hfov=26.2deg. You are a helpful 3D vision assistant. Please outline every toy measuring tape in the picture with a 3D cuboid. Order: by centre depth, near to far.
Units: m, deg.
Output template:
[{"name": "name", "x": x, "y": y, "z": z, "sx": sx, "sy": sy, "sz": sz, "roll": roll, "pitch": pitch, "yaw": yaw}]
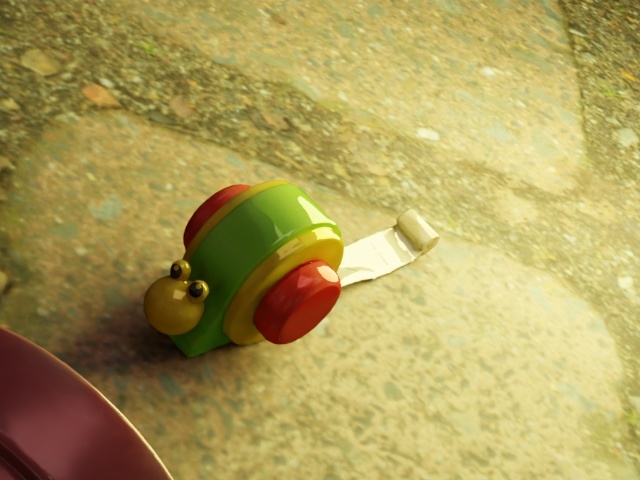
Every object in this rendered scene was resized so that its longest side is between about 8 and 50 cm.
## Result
[{"name": "toy measuring tape", "x": 0.000, "y": 0.000, "z": 1.026, "sx": 0.330, "sy": 0.121, "sz": 0.121, "roll": -20, "pitch": 59, "yaw": -46}]

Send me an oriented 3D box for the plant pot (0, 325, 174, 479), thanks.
[{"name": "plant pot", "x": -0.186, "y": 0.165, "z": 0.654, "sx": 0.201, "sy": 0.201, "sz": 0.180, "roll": 38, "pitch": 52, "yaw": 10}]
